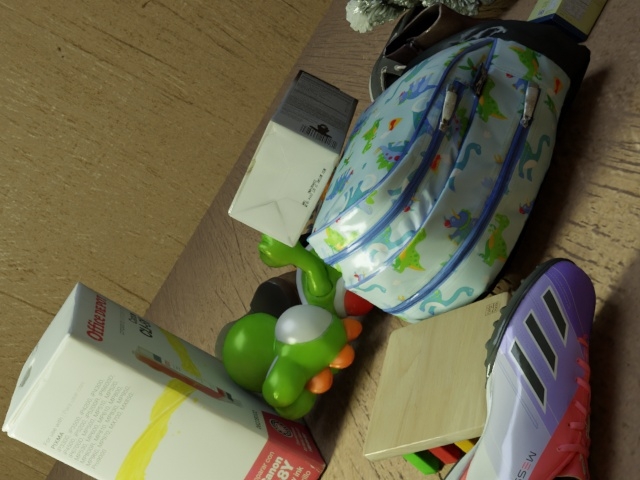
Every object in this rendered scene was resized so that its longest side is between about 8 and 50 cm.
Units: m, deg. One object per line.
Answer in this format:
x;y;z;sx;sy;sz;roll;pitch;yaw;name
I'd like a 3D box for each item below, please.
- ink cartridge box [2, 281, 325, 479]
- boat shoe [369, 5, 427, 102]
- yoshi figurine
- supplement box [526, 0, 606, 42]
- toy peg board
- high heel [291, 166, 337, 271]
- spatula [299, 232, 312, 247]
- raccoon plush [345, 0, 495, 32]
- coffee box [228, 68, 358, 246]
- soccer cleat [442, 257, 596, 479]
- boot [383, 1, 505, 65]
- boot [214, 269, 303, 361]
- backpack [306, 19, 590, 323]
-0.214;0.240;1.390;0.160;0.384;0.279;-59;15;4;ink cartridge box
0.163;-0.331;1.772;0.335;0.112;0.095;-71;3;-45;boat shoe
-0.029;0.081;1.441;0.203;0.203;0.362;-39;22;55;yoshi figurine
0.326;-0.307;1.321;0.083;0.056;0.083;-61;15;-4;supplement box
0.142;0.158;1.037;0.160;0.079;0.161;-24;36;39;toy peg board
-0.016;-0.049;1.852;0.186;0.093;0.261;-51;25;9;high heel
0.000;0.000;1.590;0.296;0.030;0.084;-14;-45;-57;spatula
0.146;-0.511;1.643;0.446;0.299;0.216;-25;39;31;raccoon plush
-0.031;-0.115;1.325;0.141;0.098;0.246;-62;4;24;coffee box
0.188;0.158;0.840;0.116;0.108;0.318;0;55;47;soccer cleat
0.171;-0.235;1.377;0.248;0.206;0.090;-34;50;54;boot
-0.089;0.152;1.777;0.115;0.112;0.305;-32;-13;-44;boot
0.139;-0.073;1.184;0.290;0.273;0.356;-22;52;56;backpack
